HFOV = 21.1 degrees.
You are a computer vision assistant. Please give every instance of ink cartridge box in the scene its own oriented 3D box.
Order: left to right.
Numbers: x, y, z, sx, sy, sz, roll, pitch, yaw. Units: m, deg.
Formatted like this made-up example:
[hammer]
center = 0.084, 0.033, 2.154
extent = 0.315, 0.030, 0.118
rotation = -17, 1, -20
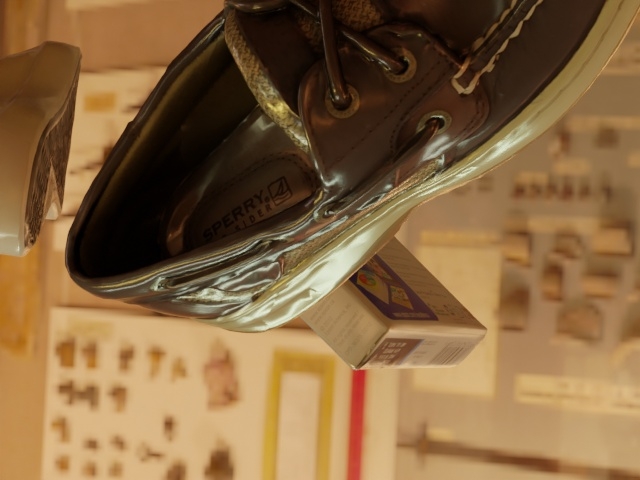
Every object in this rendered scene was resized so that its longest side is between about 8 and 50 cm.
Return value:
[ink cartridge box]
center = 0.000, 0.000, 1.130
extent = 0.208, 0.045, 0.206
rotation = 47, -166, 18

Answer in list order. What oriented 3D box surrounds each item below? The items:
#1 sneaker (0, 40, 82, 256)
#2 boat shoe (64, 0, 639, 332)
[sneaker]
center = -0.200, -0.062, 0.957
extent = 0.123, 0.106, 0.290
rotation = 7, -172, -3
[boat shoe]
center = 0.008, -0.059, 0.597
extent = 0.092, 0.103, 0.285
rotation = -6, 151, -46
